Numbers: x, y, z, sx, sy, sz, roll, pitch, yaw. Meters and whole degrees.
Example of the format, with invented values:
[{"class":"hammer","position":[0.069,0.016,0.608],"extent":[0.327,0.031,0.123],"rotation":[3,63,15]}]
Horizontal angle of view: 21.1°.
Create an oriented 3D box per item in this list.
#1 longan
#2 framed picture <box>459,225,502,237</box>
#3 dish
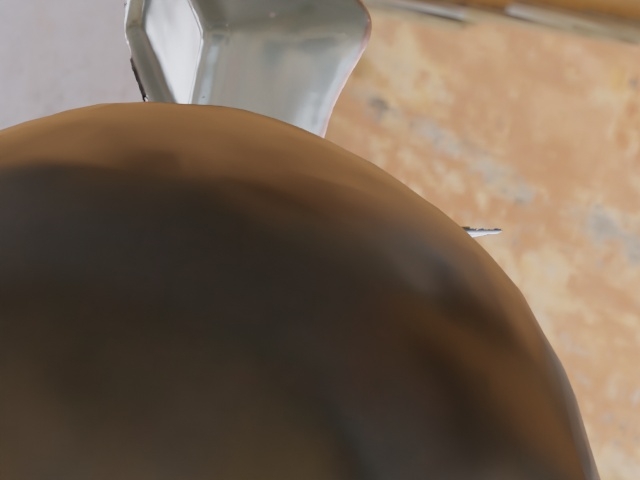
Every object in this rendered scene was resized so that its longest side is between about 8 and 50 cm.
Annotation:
[{"class":"longan","position":[-0.040,0.069,0.468],"extent":[0.248,0.248,0.248],"rotation":[8,-147,-5]},{"class":"framed picture","position":[0.000,0.000,1.216],"extent":[0.199,0.010,0.195],"rotation":[-2,177,-21]},{"class":"dish","position":[-0.052,-0.111,0.925],"extent":[0.077,0.151,0.212],"rotation":[1,-143,-20]}]
